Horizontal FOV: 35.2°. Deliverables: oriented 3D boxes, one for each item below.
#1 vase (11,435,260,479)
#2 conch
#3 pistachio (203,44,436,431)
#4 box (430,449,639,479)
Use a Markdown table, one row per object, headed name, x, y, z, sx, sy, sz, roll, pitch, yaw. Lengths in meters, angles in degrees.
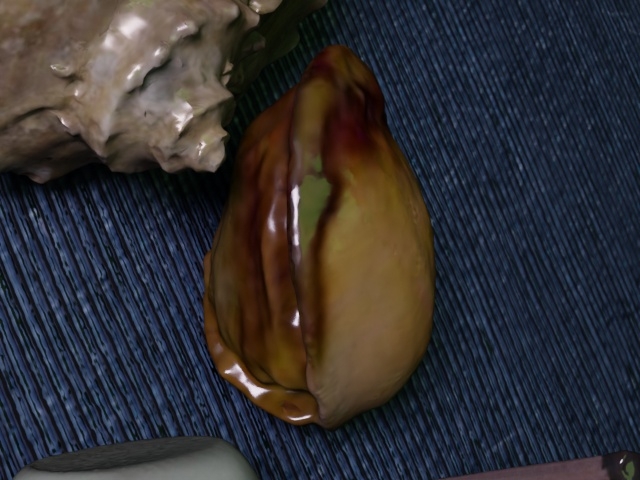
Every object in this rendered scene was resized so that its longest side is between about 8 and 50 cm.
| name | x | y | z | sx | sy | sz | roll | pitch | yaw |
| --- | --- | --- | --- | --- | --- | --- | --- | --- | --- |
| vase | -0.070 | 0.214 | 0.432 | 0.128 | 0.128 | 0.248 | -4 | 86 | -40 |
| conch | -0.094 | -0.197 | 0.516 | 0.297 | 0.210 | 0.352 | -6 | 81 | -56 |
| pistachio | 0.000 | 0.000 | 0.550 | 0.165 | 0.130 | 0.210 | -57 | 152 | -77 |
| box | 0.096 | 0.202 | 0.478 | 0.188 | 0.252 | 0.153 | 21 | 63 | -33 |
